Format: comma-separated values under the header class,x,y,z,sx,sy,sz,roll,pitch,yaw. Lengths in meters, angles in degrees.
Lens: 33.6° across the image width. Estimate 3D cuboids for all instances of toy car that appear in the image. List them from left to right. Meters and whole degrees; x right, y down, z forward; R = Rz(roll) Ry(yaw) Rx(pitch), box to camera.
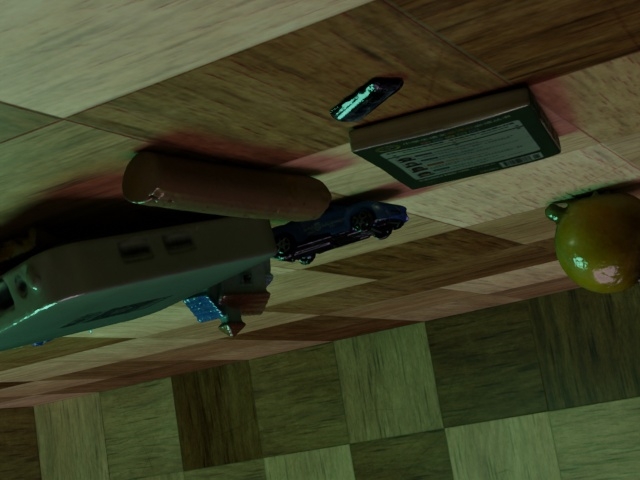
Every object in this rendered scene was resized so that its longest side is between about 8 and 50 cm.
class,x,y,z,sx,sy,sz,roll,pitch,yaw
toy car,0.019,-0.018,1.511,0.216,0.063,0.103,-19,167,17

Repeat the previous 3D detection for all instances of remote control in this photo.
class,x,y,z,sx,sy,sz,roll,pitch,yaw
remote control,0.045,-0.138,1.052,0.039,0.014,0.096,-3,166,-28

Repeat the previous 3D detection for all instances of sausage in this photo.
class,x,y,z,sx,sy,sz,roll,pitch,yaw
sausage,-0.098,-0.058,1.219,0.066,0.066,0.301,-18,164,37

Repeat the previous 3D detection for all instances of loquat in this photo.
class,x,y,z,sx,sy,sz,roll,pitch,yaw
loquat,0.459,-0.005,1.724,0.172,0.204,0.149,-51,162,-14

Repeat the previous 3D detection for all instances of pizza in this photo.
class,x,y,z,sx,sy,sz,roll,pitch,yaw
pizza,-0.409,0.020,1.398,0.131,0.041,0.178,-14,172,-9

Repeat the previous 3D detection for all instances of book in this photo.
class,x,y,z,sx,sy,sz,roll,pitch,yaw
book,0.167,-0.113,1.243,0.202,0.027,0.264,-12,170,18

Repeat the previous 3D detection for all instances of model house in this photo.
class,x,y,z,sx,sy,sz,roll,pitch,yaw
model house,-0.148,0.083,1.661,0.148,0.148,0.119,3,164,-41

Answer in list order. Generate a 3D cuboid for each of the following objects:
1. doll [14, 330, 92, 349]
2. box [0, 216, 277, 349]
class,x,y,z,sx,sy,sz,roll,pitch,yaw
doll,-0.537,0.177,2.064,0.227,0.057,0.114,-3,172,-38
box,-0.295,0.058,1.449,0.373,0.090,0.367,-10,169,-45
